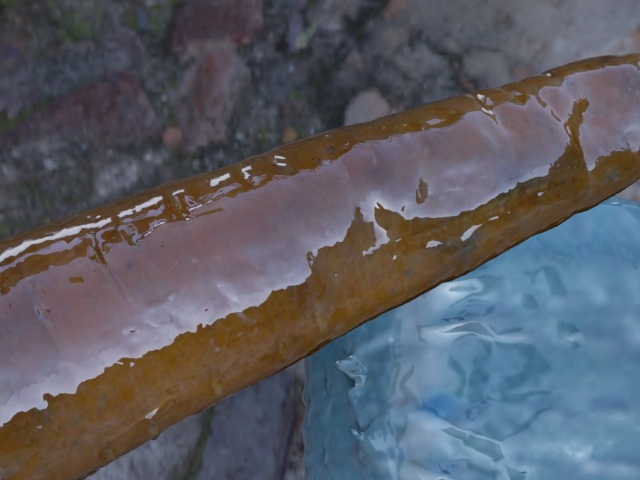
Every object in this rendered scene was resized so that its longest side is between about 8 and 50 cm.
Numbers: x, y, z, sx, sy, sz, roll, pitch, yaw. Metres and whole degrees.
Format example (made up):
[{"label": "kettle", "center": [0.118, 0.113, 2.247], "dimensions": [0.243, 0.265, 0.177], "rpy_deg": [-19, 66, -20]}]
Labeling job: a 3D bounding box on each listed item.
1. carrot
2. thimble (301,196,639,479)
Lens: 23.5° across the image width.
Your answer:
[{"label": "carrot", "center": [0.000, 0.000, 0.362], "dimensions": [0.209, 0.061, 0.061], "rpy_deg": [-24, 57, -14]}, {"label": "thimble", "center": [0.094, 0.066, 0.647], "dimensions": [0.235, 0.198, 0.143], "rpy_deg": [10, 73, -43]}]
